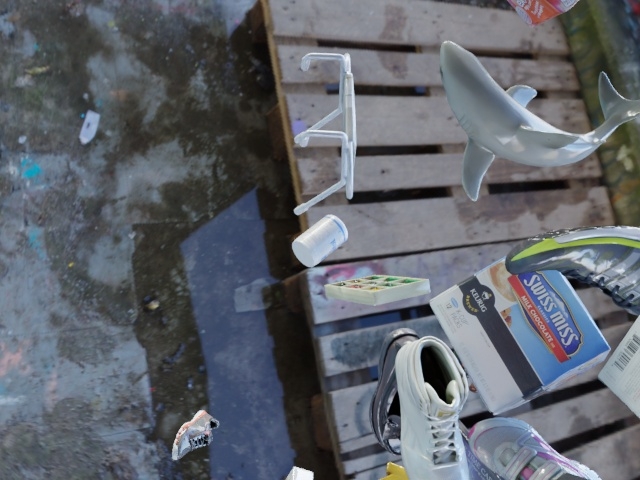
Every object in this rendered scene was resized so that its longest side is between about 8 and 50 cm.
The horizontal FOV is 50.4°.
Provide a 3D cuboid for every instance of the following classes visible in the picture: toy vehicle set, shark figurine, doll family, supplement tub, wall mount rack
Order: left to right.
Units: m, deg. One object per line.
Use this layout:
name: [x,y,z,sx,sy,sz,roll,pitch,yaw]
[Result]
supplement tub: [0.000,0.000,1.448,0.107,0.071,0.071,-39,97,-27]
wall mount rack: [0.005,-0.222,1.471,0.130,0.304,0.350,1,62,-1]
toy vehicle set: [0.143,0.127,1.785,0.166,0.267,0.035,-10,94,-25]
doll family: [0.355,0.290,1.625,0.076,0.193,0.111,14,95,9]
shark figurine: [0.262,-0.121,0.743,0.278,0.116,0.166,2,94,-20]

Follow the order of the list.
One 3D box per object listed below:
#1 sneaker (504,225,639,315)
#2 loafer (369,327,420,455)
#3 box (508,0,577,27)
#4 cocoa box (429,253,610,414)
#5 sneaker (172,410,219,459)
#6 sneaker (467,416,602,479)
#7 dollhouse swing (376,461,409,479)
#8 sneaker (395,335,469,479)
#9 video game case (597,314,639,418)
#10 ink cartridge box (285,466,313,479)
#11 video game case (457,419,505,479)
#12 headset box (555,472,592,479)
sneaker: [0.402,0.041,0.915,0.299,0.111,0.121,-1,89,4]
loafer: [0.163,0.322,1.355,0.109,0.095,0.303,-9,118,-17]
box: [0.341,-0.410,0.861,0.257,0.122,0.128,-42,97,3]
cocoa box: [0.390,0.176,1.307,0.231,0.228,0.347,63,12,21]
sneaker: [-0.280,0.444,1.547,0.064,0.061,0.158,17,27,14]
sneaker: [0.370,0.393,1.161,0.252,0.111,0.103,27,101,11]
dollhouse swing: [0.210,0.830,1.759,0.315,0.305,0.347,24,51,0]
sneaker: [0.186,0.301,1.099,0.108,0.169,0.293,-11,75,-6]
video game case: [0.391,0.100,0.628,0.041,0.210,0.232,20,107,-23]
ink cartridge box: [-0.071,0.653,1.708,0.056,0.135,0.099,21,30,-11]
video game case: [0.287,0.538,1.392,0.026,0.196,0.274,4,113,-25]
headset box: [0.345,0.500,0.938,0.246,0.131,0.283,-22,101,-32]
